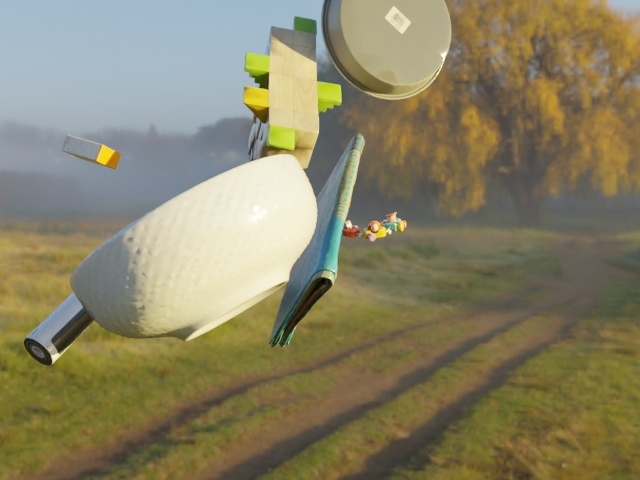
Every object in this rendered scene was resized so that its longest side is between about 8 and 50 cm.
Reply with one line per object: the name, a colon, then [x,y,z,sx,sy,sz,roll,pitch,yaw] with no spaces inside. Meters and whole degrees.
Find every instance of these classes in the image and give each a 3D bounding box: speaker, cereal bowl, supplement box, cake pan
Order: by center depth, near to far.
cereal bowl: [-0.142,0.031,1.130,0.339,0.141,0.339,-31,-5,-3]
speaker: [-0.376,0.121,1.290,0.055,0.055,0.136,0,36,36]
supplement box: [-0.455,-0.176,1.714,0.098,0.036,0.062,17,-4,26]
cake pan: [0.144,-0.436,1.759,0.293,0.293,0.054,-2,-3,-23]

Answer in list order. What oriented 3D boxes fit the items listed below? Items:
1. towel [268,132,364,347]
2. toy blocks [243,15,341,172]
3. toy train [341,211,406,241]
towel: [0.000,0.000,1.672,0.040,0.370,0.271,24,-41,-9]
toy blocks: [-0.083,-0.240,1.774,0.190,0.381,0.261,8,-39,-11]
toy train: [0.127,-0.041,2.121,0.166,0.046,0.125,-17,20,-26]
